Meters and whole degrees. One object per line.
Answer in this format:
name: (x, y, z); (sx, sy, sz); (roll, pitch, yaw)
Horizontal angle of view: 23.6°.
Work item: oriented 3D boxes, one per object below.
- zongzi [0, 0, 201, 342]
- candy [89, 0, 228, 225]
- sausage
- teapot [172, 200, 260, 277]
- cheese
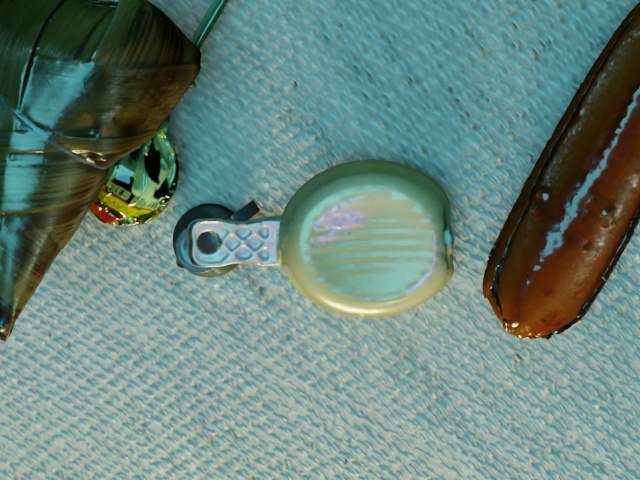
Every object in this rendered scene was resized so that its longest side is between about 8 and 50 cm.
zongzi: (-0.283, -0.100, 1.275); (0.286, 0.138, 0.300); (27, 93, 26)
candy: (-0.114, -0.148, 1.326); (0.091, 0.083, 0.305); (27, 98, -37)
sausage: (0.231, -0.067, 1.252); (0.102, 0.102, 0.330); (29, 106, 4)
teapot: (-0.093, -0.003, 1.347); (0.088, 0.057, 0.066); (-36, 94, 15)
cheese: (0.000, 0.000, 1.304); (0.227, 0.064, 0.137); (-2, 102, -3)
